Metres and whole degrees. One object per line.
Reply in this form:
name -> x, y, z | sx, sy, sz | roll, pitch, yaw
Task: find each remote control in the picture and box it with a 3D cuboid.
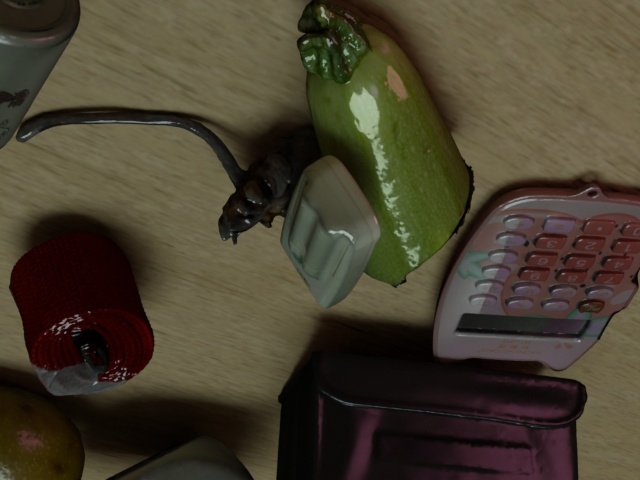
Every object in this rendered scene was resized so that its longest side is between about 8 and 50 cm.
remote control -> 0.001, -0.001, 0.891 | 0.049, 0.090, 0.230 | -31, 170, -13

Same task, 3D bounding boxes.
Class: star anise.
star anise -> -0.122, -0.085, 0.943 | 0.227, 0.218, 0.148 | 47, 171, 0

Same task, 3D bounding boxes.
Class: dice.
dice -> -0.215, 0.422, 1.391 | 0.251, 0.243, 0.259 | -24, 172, -28

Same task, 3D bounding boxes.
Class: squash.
squash -> 0.056, -0.104, 0.854 | 0.137, 0.137, 0.287 | -9, 134, 10

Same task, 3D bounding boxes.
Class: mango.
mango -> -0.467, 0.261, 1.304 | 0.329, 0.175, 0.176 | 10, 99, -18

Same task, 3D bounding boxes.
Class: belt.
belt -> -0.253, 0.074, 1.077 | 0.128, 0.124, 0.201 | -18, 152, -11

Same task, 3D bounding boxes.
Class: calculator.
calculator -> 0.244, 0.042, 1.123 | 0.220, 0.048, 0.329 | 5, 142, -8

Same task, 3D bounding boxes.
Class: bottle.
bottle -> -0.280, -0.126, 0.797 | 0.110, 0.110, 0.233 | 19, 141, -27

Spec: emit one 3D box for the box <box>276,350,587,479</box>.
box -> 0.126, 0.281, 1.281 | 0.345, 0.204, 0.251 | 7, 159, -11
